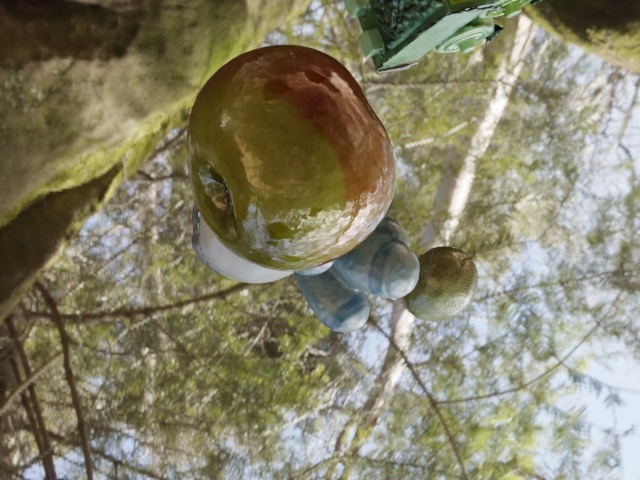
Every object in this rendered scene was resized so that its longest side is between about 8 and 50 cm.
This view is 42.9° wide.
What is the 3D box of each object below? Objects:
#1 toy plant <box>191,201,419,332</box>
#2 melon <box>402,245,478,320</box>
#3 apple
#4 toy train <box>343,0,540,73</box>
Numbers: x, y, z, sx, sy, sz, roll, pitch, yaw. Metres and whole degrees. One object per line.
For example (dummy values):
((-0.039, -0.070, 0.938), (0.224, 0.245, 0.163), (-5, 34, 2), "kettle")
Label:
((0.000, 0.000, 1.208), (0.332, 0.247, 0.247), (23, -135, 36), "toy plant")
((0.242, 0.084, 1.628), (0.139, 0.192, 0.139), (21, -135, -22), "melon")
((-0.037, -0.086, 0.872), (0.194, 0.261, 0.261), (-25, -118, -23), "apple")
((0.159, -0.330, 1.062), (0.188, 0.272, 0.159), (-19, -90, -20), "toy train")
